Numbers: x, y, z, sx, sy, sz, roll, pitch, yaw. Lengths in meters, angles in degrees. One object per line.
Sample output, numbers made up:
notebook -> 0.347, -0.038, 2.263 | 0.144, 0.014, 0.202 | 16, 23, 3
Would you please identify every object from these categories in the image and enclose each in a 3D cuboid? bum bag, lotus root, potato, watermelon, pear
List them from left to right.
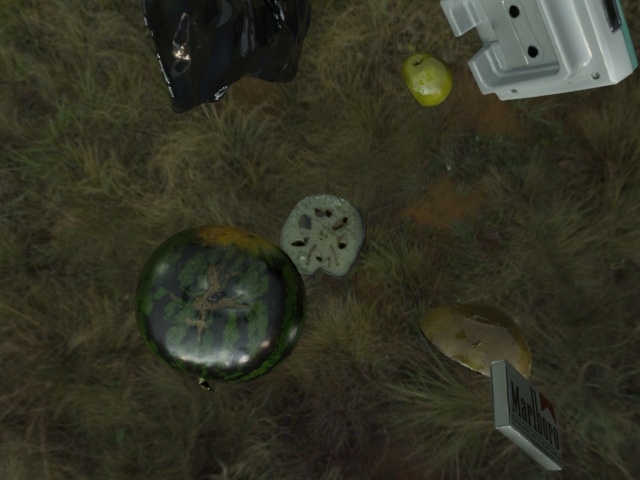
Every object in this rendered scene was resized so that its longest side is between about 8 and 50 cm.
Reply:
watermelon -> -0.155, 0.099, 0.787 | 0.268, 0.269, 0.269 | -2, 77, 7
bum bag -> -0.072, -0.210, 0.477 | 0.074, 0.310, 0.137 | 17, 119, 18
lotus root -> 0.002, -0.004, 1.115 | 0.183, 0.078, 0.204 | 35, 72, -5
pear -> 0.277, -0.414, 1.243 | 0.104, 0.141, 0.141 | -28, 73, 27
potato -> 0.390, 0.226, 1.178 | 0.298, 0.239, 0.116 | 21, 113, -7

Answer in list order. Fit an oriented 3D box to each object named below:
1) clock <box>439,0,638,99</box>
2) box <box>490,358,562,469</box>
clock -> 0.325, -0.344, 0.767 | 0.116, 0.231, 0.262 | -42, 114, -11
box -> 0.339, 0.289, 0.815 | 0.035, 0.177, 0.115 | -26, 34, 36
